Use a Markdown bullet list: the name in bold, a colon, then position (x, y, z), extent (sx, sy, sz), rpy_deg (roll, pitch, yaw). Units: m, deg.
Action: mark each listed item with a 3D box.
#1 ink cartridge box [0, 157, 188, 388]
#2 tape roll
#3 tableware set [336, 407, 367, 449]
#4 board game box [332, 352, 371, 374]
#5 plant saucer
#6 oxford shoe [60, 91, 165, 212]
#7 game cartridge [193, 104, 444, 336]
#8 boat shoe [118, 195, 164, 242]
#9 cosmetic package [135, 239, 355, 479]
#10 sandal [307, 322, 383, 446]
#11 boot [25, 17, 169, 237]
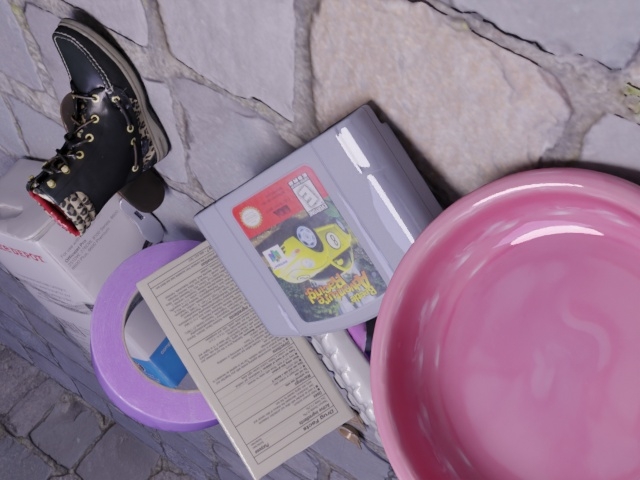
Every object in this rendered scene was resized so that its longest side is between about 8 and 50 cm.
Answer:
- **ink cartridge box**: position (-0.398, 0.056, 1.554), extent (0.285, 0.166, 0.395), rpy_deg (11, 145, 43)
- **tape roll**: position (-0.203, 0.142, 1.315), extent (0.275, 0.275, 0.090), rpy_deg (37, 156, 2)
- **tableware set**: position (0.017, 0.322, 1.632), extent (0.169, 0.020, 0.141), rpy_deg (24, 152, 26)
- **board game box**: position (0.122, 0.234, 1.323), extent (0.211, 0.039, 0.160), rpy_deg (-3, 133, 54)
- **plant saucer**: position (0.197, 0.107, 0.746), extent (0.332, 0.332, 0.084), rpy_deg (13, 178, 42)
- **oxford shoe**: position (-0.307, -0.125, 1.245), extent (0.076, 0.076, 0.212), rpy_deg (27, 154, 46)
- **game cartridge**: position (0.000, 0.000, 0.946), extent (0.294, 0.060, 0.196), rpy_deg (-28, 102, 45)
- **boat shoe**: position (-0.290, -0.038, 1.419), extent (0.100, 0.035, 0.035), rpy_deg (49, 180, -31)
- **cosmetic package**: position (-0.103, 0.154, 1.210), extent (0.309, 0.160, 0.113), rpy_deg (58, 172, 9)
- **sandal**: position (0.031, 0.096, 1.137), extent (0.416, 0.102, 0.169), rpy_deg (60, 170, -7)
- **boot**: position (-0.296, -0.133, 1.085), extent (0.085, 0.178, 0.236), rpy_deg (20, 150, 34)
